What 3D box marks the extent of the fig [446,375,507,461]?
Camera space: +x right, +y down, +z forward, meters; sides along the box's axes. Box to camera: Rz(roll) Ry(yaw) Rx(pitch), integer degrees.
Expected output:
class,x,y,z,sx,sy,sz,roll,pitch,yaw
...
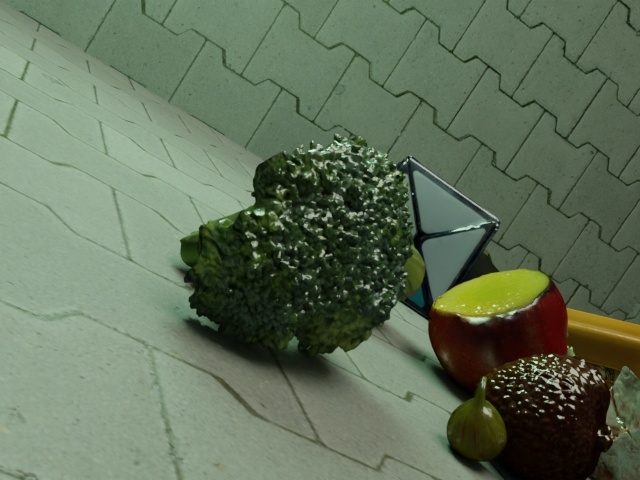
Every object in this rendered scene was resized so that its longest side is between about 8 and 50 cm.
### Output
class,x,y,z,sx,sy,sz,roll,pitch,yaw
fig,0.202,0.235,1.072,0.082,0.098,0.084,12,34,26

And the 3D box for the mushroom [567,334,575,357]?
class,x,y,z,sx,sy,sz,roll,pitch,yaw
mushroom,0.404,0.236,1.732,0.189,0.164,0.267,1,60,-31

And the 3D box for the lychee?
class,x,y,z,sx,sy,sz,roll,pitch,yaw
lychee,0.309,0.249,1.147,0.194,0.194,0.194,32,7,-4

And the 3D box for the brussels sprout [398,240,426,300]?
class,x,y,z,sx,sy,sz,roll,pitch,yaw
brussels sprout,0.073,0.022,1.560,0.244,0.244,0.244,32,7,-4

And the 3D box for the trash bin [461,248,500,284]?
class,x,y,z,sx,sy,sz,roll,pitch,yaw
trash bin,0.414,0.116,2.380,0.214,0.214,0.334,30,12,-26

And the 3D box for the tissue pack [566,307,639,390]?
class,x,y,z,sx,sy,sz,roll,pitch,yaw
tissue pack,0.609,0.275,1.878,0.274,0.195,0.145,13,13,21

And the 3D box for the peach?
class,x,y,z,sx,sy,sz,roll,pitch,yaw
peach,0.324,0.171,1.483,0.245,0.248,0.274,56,23,9

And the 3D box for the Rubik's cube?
class,x,y,z,sx,sy,sz,roll,pitch,yaw
Rubik's cube,0.250,-0.008,2.134,0.305,0.310,0.307,36,6,1

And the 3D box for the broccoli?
class,x,y,z,sx,sy,sz,roll,pitch,yaw
broccoli,-0.024,0.032,1.048,0.249,0.302,0.375,54,36,-1

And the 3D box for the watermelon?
class,x,y,z,sx,sy,sz,roll,pitch,yaw
watermelon,0.571,0.360,1.461,0.231,0.193,0.310,33,6,-8
